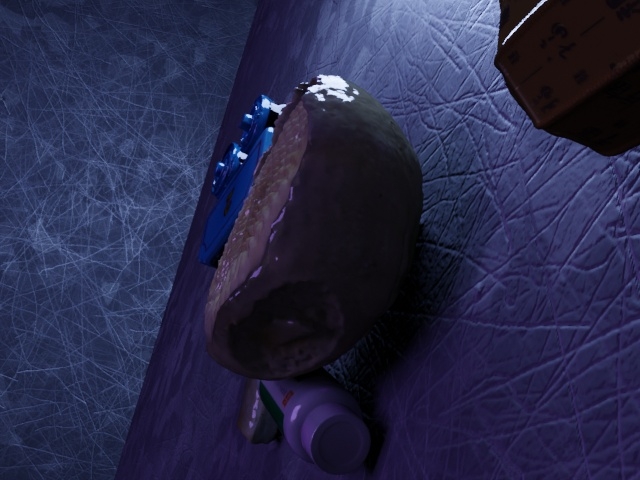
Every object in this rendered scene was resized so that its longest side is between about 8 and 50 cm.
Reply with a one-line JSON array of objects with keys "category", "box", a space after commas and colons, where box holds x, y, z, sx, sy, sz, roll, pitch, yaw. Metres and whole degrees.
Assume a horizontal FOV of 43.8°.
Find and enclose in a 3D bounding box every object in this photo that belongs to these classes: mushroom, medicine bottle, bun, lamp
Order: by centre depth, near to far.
[{"category": "lamp", "box": [0.210, -0.150, 0.513, 0.185, 0.161, 0.161, 141, 144, -62]}, {"category": "bun", "box": [0.004, -0.002, 0.942, 0.364, 0.202, 0.364, -158, 90, -77]}, {"category": "medicine bottle", "box": [-0.012, 0.202, 0.956, 0.260, 0.095, 0.095, -155, 84, -75]}, {"category": "mushroom", "box": [-0.059, 0.150, 1.215, 0.100, 0.081, 0.312, -179, 103, -77]}]

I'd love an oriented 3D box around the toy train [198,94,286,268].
[{"category": "toy train", "box": [-0.087, -0.074, 1.363, 0.300, 0.188, 0.265, -49, 29, 48]}]
